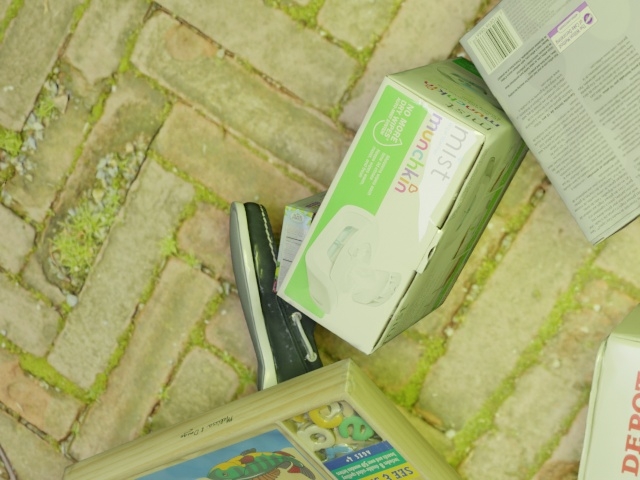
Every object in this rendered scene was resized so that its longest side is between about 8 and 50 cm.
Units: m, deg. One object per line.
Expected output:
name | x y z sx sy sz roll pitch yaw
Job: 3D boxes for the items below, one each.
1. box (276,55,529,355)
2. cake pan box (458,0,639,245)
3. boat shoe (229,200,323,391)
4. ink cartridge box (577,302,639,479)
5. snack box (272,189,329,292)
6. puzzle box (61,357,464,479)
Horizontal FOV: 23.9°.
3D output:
box | 0.101 -0.040 1.566 0.127 0.231 0.262 33 113 15
cake pan box | 0.278 -0.158 1.397 0.267 0.070 0.245 -43 73 44
boat shoe | -0.040 0.096 1.736 0.091 0.114 0.302 -12 103 -8
ink cartridge box | 0.465 0.246 1.494 0.395 0.166 0.285 12 105 21
snack box | 0.000 0.000 1.671 0.037 0.141 0.100 17 107 22
puzzle box | -0.062 0.294 1.731 0.409 0.052 0.272 -24 127 27
